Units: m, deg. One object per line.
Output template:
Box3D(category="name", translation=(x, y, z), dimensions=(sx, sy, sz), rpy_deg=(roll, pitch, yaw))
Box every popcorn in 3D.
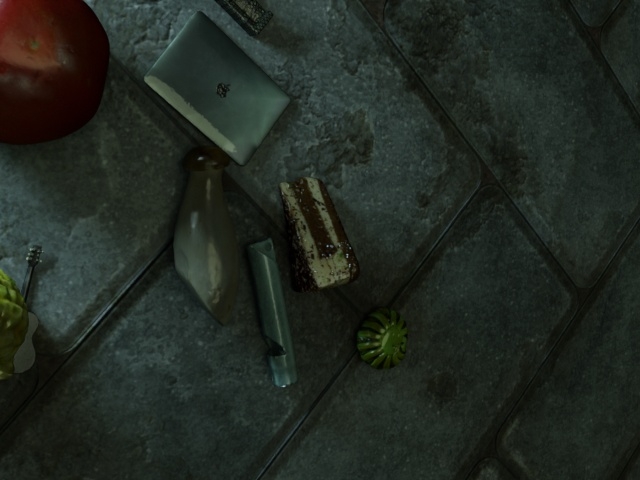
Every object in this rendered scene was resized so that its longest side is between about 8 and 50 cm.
Box3D(category="popcorn", translation=(-0.595, 0.141, 1.235), dimensions=(0.237, 0.206, 0.251), rpy_deg=(-26, 117, -27))

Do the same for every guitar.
Box3D(category="guitar", translation=(-0.533, 0.122, 1.366), dimensions=(0.088, 0.025, 0.233), rpy_deg=(15, 87, -29))

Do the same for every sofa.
Box3D(category="sofa", translation=(-0.156, -0.468, 1.520), dimensions=(0.118, 0.039, 0.060), rpy_deg=(42, 74, -26))

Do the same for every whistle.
Box3D(category="whistle", translation=(-0.099, 0.152, 1.599), dimensions=(0.062, 0.062, 0.312), rpy_deg=(-15, 102, -28))

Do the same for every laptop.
Box3D(category="laptop", translation=(-0.199, -0.300, 1.524), dimensions=(0.269, 0.015, 0.187), rpy_deg=(41, 74, -27))

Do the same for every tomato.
Box3D(category="tomato", translation=(-0.487, -0.300, 1.239), dimensions=(0.299, 0.226, 0.298), rpy_deg=(-2, 95, -26))

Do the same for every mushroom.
Box3D(category="mushroom", translation=(-0.218, -0.008, 1.480), dimensions=(0.128, 0.128, 0.350), rpy_deg=(-3, 94, -30))

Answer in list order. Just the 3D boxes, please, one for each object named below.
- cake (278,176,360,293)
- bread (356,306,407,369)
Box3D(category="cake", translation=(0.001, -0.010, 1.600), dimensions=(0.112, 0.135, 0.246), rpy_deg=(-12, 100, -27))
Box3D(category="bread", translation=(0.147, 0.225, 1.744), dimensions=(0.130, 0.071, 0.139), rpy_deg=(31, 79, -24))
